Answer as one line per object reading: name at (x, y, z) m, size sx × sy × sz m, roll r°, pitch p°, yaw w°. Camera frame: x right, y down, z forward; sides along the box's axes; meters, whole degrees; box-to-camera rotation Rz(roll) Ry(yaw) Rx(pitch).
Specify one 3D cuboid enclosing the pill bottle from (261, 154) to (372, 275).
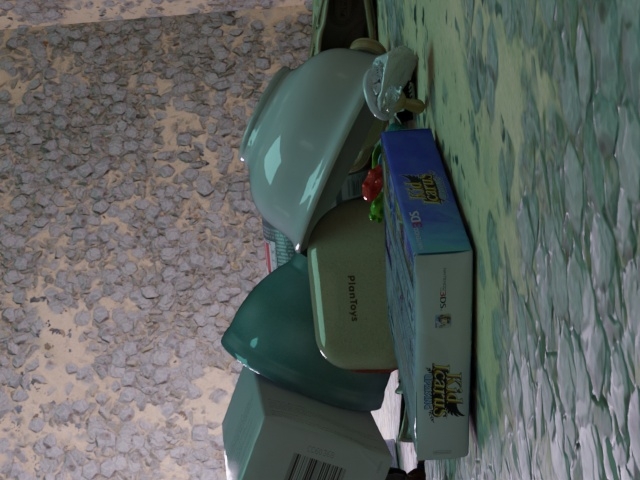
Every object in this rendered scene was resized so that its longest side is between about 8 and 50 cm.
pill bottle at (0.000, 0.000, 2.328) m, size 0.210 × 0.210 × 0.363 m, roll -102°, pitch 7°, yaw -76°

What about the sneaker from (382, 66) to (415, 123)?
sneaker at (0.100, -0.182, 1.521) m, size 0.109 × 0.040 × 0.043 m, roll 81°, pitch 166°, yaw -61°

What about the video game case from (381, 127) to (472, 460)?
video game case at (0.109, 0.048, 1.328) m, size 0.269 × 0.061 × 0.244 m, roll -98°, pitch 3°, yaw -59°

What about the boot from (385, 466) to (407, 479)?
boot at (0.104, 0.448, 1.949) m, size 0.338 × 0.118 × 0.222 m, roll 97°, pitch 173°, yaw -62°

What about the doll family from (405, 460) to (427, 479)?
doll family at (0.122, 0.365, 1.572) m, size 0.111 × 0.076 × 0.193 m, roll 53°, pitch -159°, yaw -55°

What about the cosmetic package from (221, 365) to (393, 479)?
cosmetic package at (-0.033, 0.319, 2.039) m, size 0.385 × 0.217 × 0.156 m, roll -122°, pitch 52°, yaw -80°

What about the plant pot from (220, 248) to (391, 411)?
plant pot at (0.004, 0.133, 2.125) m, size 0.293 × 0.293 × 0.196 m, roll -106°, pitch 38°, yaw -81°

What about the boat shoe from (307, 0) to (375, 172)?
boat shoe at (0.032, -0.267, 1.998) m, size 0.110 × 0.122 × 0.341 m, roll -98°, pitch 5°, yaw -75°

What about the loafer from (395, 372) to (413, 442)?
loafer at (0.121, 0.220, 1.776) m, size 0.045 × 0.039 × 0.125 m, roll 89°, pitch 175°, yaw -77°

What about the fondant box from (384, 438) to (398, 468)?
fondant box at (0.108, 0.562, 2.336) m, size 0.238 × 0.096 × 0.330 m, roll 88°, pitch 175°, yaw -58°

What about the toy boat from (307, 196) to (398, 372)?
toy boat at (0.076, 0.055, 1.694) m, size 0.151 × 0.151 × 0.231 m, roll -13°, pitch -80°, yaw -62°

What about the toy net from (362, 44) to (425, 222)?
toy net at (0.069, -0.126, 1.428) m, size 0.122 × 0.045 × 0.232 m, roll -47°, pitch -30°, yaw -24°

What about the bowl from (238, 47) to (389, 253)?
bowl at (-0.019, -0.142, 1.704) m, size 0.298 × 0.134 × 0.298 m, roll -63°, pitch -5°, yaw -9°

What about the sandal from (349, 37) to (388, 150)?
sandal at (0.070, -0.233, 1.908) m, size 0.240 × 0.088 × 0.079 m, roll 98°, pitch -172°, yaw -57°
